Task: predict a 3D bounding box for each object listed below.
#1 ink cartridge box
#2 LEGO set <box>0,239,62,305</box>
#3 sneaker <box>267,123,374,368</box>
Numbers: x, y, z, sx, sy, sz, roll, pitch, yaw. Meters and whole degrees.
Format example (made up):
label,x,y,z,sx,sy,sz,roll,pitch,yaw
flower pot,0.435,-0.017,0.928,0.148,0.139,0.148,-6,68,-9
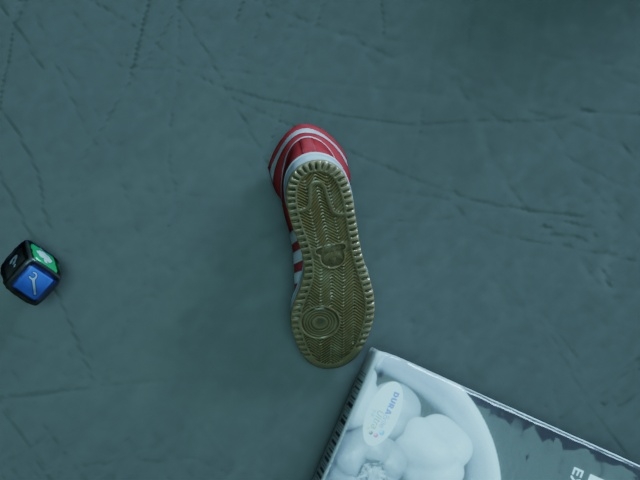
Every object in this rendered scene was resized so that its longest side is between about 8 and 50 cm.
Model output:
label,x,y,z,sx,sy,sz,roll,pitch,yaw
ink cartridge box,0.078,0.187,0.876,0.208,0.045,0.206,24,88,-3
LEGO set,-0.255,0.015,0.849,0.244,0.060,0.182,-20,123,-4
sneaker,0.000,0.000,0.883,0.042,0.067,0.118,-7,119,-4
